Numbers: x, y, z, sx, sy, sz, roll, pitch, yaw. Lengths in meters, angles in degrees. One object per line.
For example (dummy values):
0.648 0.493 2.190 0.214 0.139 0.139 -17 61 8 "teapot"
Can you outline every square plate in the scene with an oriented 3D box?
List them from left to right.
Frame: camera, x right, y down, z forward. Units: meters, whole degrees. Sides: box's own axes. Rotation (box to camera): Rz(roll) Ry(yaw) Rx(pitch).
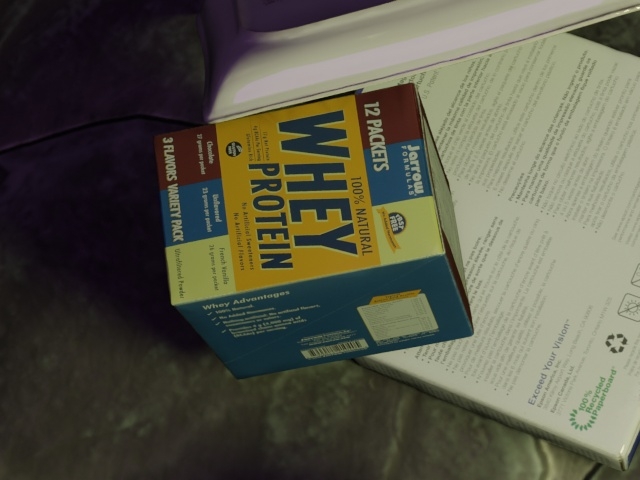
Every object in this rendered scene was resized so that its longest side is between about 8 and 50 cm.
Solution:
0.064 -0.202 1.378 0.344 0.347 0.049 -15 111 1 "square plate"

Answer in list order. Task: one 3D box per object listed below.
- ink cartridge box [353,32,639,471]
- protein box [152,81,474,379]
0.161 -0.019 1.423 0.330 0.071 0.324 22 75 19 "ink cartridge box"
0.000 0.000 1.301 0.199 0.201 0.136 -11 68 7 "protein box"
